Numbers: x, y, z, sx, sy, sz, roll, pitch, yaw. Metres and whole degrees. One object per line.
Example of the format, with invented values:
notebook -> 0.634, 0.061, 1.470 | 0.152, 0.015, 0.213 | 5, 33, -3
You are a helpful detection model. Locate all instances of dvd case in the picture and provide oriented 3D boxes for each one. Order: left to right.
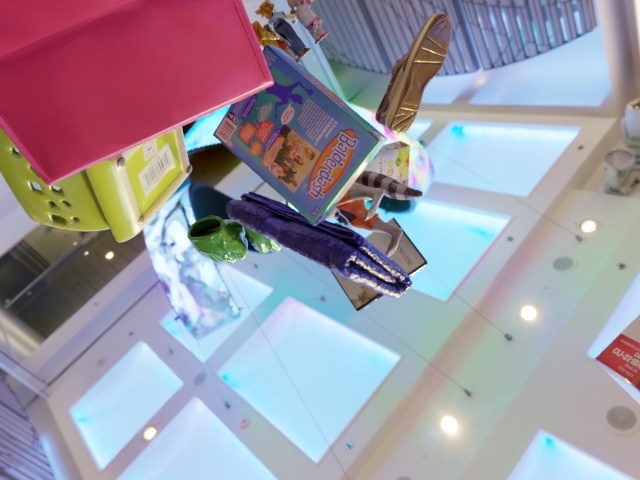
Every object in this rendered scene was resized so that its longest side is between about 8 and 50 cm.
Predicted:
dvd case -> 0.166, 0.071, 1.558 | 0.253, 0.022, 0.180 | -35, -117, 4

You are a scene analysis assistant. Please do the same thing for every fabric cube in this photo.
fabric cube -> -0.236, -0.260, 0.559 | 0.258, 0.259, 0.254 | -27, -141, -4

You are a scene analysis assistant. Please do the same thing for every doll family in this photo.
doll family -> -0.106, -0.540, 1.374 | 0.118, 0.163, 0.263 | -48, -165, -25

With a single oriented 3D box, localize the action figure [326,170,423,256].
action figure -> 0.048, -0.114, 1.079 | 0.178, 0.341, 0.330 | -49, -120, 9

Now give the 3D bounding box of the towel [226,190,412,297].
towel -> 0.000, 0.000, 0.955 | 0.308, 0.228, 0.076 | 25, -90, 39

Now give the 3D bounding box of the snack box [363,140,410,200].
snack box -> 0.224, -0.253, 1.909 | 0.207, 0.174, 0.070 | -19, -145, -23

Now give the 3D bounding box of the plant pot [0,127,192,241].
plant pot -> -0.347, -0.144, 0.842 | 0.207, 0.227, 0.228 | 19, -128, 13

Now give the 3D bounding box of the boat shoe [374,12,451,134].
boat shoe -> 0.250, -0.479, 1.494 | 0.123, 0.123, 0.342 | 42, -58, 40

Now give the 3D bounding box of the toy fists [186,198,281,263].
toy fists -> -0.197, -0.018, 1.356 | 0.279, 0.142, 0.096 | -16, -132, 12

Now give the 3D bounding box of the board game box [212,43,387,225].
board game box -> -0.034, -0.150, 0.757 | 0.160, 0.210, 0.047 | -51, 172, 25

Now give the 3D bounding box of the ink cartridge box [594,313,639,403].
ink cartridge box -> 0.623, 0.173, 0.831 | 0.273, 0.197, 0.114 | -47, -174, 4
